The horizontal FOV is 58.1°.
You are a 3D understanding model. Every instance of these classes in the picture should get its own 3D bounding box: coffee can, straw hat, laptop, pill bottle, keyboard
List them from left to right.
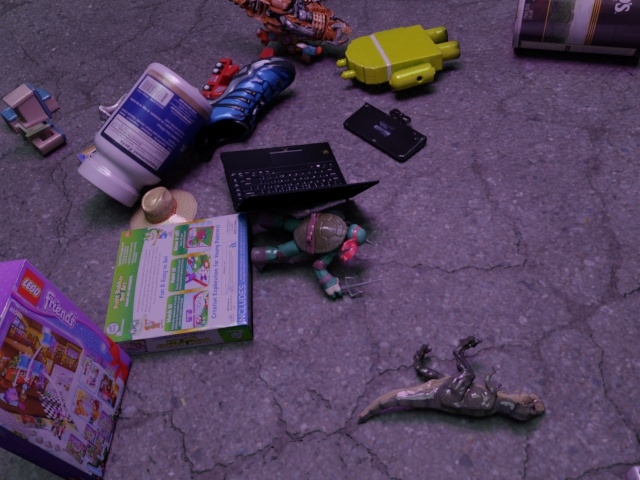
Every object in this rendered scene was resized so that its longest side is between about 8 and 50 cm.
[{"bbox_3d":[-0.351,-0.206,1.150,0.153,0.153,0.264,36,87,31],"label":"pill bottle"},{"bbox_3d":[-0.322,-0.070,1.147,0.145,0.061,0.144,-5,51,6],"label":"straw hat"},{"bbox_3d":[-0.052,-0.137,1.079,0.235,0.136,0.264,-8,50,-15],"label":"laptop"},{"bbox_3d":[0.145,-0.240,1.232,0.108,0.023,0.180,-42,58,-15],"label":"keyboard"},{"bbox_3d":[0.581,-0.516,1.266,0.276,0.201,0.201,10,54,17],"label":"coffee can"}]

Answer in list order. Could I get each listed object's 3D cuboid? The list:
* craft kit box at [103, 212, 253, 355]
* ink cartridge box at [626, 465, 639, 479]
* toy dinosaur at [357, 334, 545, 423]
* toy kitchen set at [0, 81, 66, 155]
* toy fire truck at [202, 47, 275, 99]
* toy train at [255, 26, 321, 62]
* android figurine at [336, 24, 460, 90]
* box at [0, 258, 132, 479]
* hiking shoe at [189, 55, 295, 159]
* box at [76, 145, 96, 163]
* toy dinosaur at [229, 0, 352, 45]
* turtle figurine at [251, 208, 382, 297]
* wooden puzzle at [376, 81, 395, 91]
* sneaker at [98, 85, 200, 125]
[{"bbox_3d":[-0.245,0.074,1.026,0.247,0.060,0.249,-6,51,1],"label":"craft kit box"},{"bbox_3d":[0.500,0.374,0.673,0.209,0.045,0.206,-2,51,6],"label":"ink cartridge box"},{"bbox_3d":[0.188,0.207,0.848,0.269,0.064,0.118,-4,58,11],"label":"toy dinosaur"},{"bbox_3d":[-0.669,-0.321,1.333,0.207,0.166,0.122,34,64,30],"label":"toy kitchen set"},{"bbox_3d":[-0.192,-0.392,1.390,0.135,0.047,0.192,7,54,13],"label":"toy fire truck"},{"bbox_3d":[-0.079,-0.478,1.419,0.166,0.046,0.125,32,28,29],"label":"toy train"},{"bbox_3d":[0.175,-0.430,1.339,0.273,0.056,0.248,-15,44,-2],"label":"android figurine"},{"bbox_3d":[-0.376,0.191,0.798,0.057,0.293,0.200,-7,51,12],"label":"box"},{"bbox_3d":[-0.170,-0.289,1.279,0.304,0.113,0.132,-35,62,-6],"label":"hiking shoe"},{"bbox_3d":[-0.471,-0.166,1.269,0.081,0.028,0.136,-35,53,-18],"label":"box"},{"bbox_3d":[-0.081,-0.562,1.378,0.322,0.164,0.218,32,36,-19],"label":"toy dinosaur"},{"bbox_3d":[0.000,0.000,1.011,0.234,0.118,0.175,3,52,19],"label":"turtle figurine"},{"bbox_3d":[0.187,-0.377,1.339,0.116,0.014,0.078,-24,52,-10],"label":"wooden puzzle"},{"bbox_3d":[-0.387,-0.307,1.325,0.235,0.094,0.090,-30,52,-16],"label":"sneaker"}]
